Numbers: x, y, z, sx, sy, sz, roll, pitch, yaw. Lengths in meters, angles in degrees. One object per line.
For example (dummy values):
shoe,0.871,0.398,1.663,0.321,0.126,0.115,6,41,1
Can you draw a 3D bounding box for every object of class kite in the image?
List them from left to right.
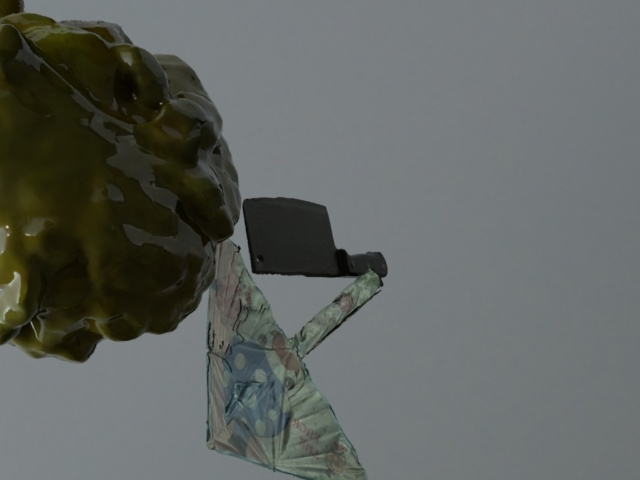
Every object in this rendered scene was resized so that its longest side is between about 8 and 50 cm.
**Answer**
kite,-0.041,0.122,1.011,0.011,0.335,0.314,-3,-37,-47

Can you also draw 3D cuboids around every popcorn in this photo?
popcorn,-0.172,-0.043,0.634,0.233,0.266,0.192,-5,-33,-47

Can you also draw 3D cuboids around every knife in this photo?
knife,0.000,0.000,0.899,0.019,0.072,0.245,-13,-10,26
